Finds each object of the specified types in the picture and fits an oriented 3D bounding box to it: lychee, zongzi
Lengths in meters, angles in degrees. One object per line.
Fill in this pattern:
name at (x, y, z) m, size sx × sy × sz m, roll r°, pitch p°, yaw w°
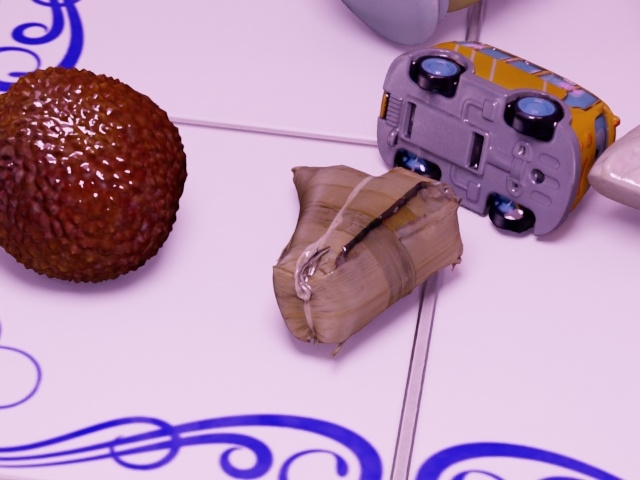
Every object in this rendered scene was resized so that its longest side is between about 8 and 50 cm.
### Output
lychee at (-0.206, -0.058, 1.700) m, size 0.194 × 0.194 × 0.194 m, roll 2°, pitch 38°, yaw -1°
zongzi at (0.000, 0.000, 1.705) m, size 0.197 × 0.099 × 0.194 m, roll 19°, pitch 40°, yaw 36°

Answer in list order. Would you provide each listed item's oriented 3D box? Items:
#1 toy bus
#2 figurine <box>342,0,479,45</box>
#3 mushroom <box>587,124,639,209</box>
toy bus at (0.169, -0.103, 1.820) m, size 0.209 × 0.126 × 0.136 m, roll 27°, pitch 36°, yaw 28°
figurine at (0.159, -0.301, 2.044) m, size 0.382 × 0.205 × 0.224 m, roll 0°, pitch 30°, yaw -36°
mushroom at (0.392, -0.082, 1.804) m, size 0.350 × 0.128 × 0.128 m, roll -19°, pitch 43°, yaw -32°
